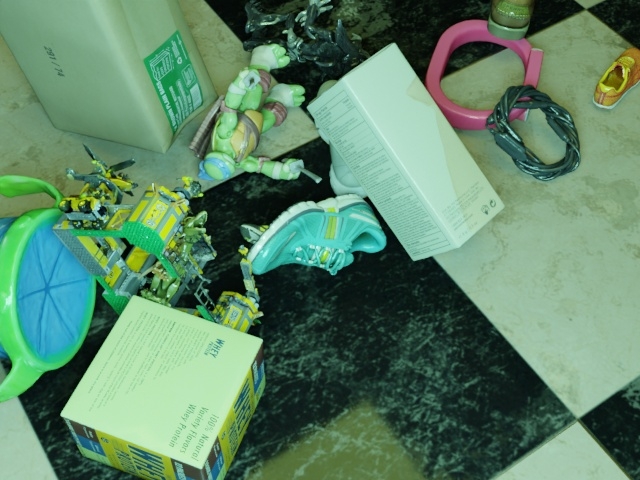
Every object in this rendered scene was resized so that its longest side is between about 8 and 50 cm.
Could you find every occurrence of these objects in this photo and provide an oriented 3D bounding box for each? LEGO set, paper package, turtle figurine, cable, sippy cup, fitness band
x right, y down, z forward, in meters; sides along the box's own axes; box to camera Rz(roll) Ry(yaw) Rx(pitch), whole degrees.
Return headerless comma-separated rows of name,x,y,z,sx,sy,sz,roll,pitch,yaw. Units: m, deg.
LEGO set,-0.211,-0.005,1.194,0.254,0.331,0.192,-5,46,37
paper package,-0.372,-0.337,1.379,0.309,0.325,0.168,16,53,32
turtle figurine,-0.078,-0.212,1.414,0.197,0.274,0.266,35,49,-18
cable,0.388,-0.192,1.471,0.184,0.047,0.151,37,64,-2
sippy cup,-0.480,0.066,1.199,0.224,0.240,0.305,2,31,12
fitness band,0.312,-0.320,1.582,0.208,0.054,0.291,15,54,10

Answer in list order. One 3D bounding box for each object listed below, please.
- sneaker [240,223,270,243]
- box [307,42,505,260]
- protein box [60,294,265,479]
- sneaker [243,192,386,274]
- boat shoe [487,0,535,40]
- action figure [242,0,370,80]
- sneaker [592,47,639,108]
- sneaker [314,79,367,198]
sneaker,-0.093,-0.011,1.369,0.083,0.031,0.035,20,43,8
box,0.132,-0.134,1.301,0.121,0.148,0.311,-38,98,-25
protein box,-0.205,0.217,1.133,0.201,0.136,0.200,17,55,12
sneaker,0.000,0.000,1.282,0.275,0.107,0.110,-19,65,-41
boat shoe,0.397,-0.523,1.672,0.110,0.104,0.307,8,42,0
action figure,-0.010,-0.389,1.565,0.275,0.164,0.141,20,61,19
sneaker,0.581,-0.320,1.579,0.064,0.067,0.175,27,56,19
sneaker,0.050,-0.205,1.452,0.099,0.121,0.263,-9,55,-8
